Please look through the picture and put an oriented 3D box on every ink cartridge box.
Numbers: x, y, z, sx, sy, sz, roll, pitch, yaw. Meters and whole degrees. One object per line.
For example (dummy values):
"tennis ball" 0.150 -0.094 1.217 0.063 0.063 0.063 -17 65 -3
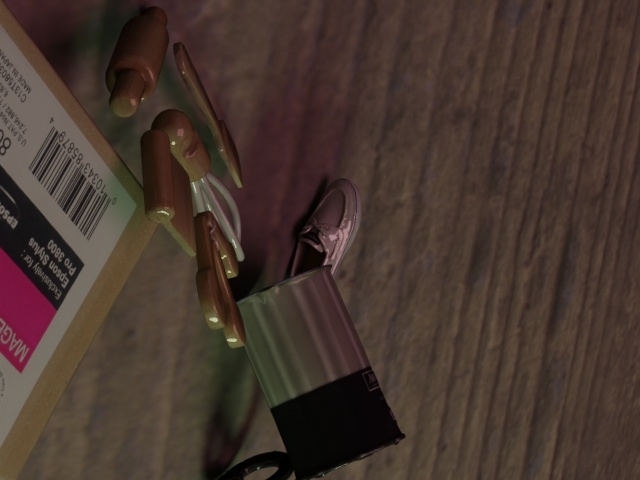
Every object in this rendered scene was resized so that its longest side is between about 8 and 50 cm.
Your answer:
"ink cartridge box" -0.202 -0.005 0.957 0.193 0.088 0.234 -64 148 -21

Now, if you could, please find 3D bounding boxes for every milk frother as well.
"milk frother" -0.033 0.107 1.280 0.129 0.143 0.134 118 -51 -81

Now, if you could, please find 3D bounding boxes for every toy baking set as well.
"toy baking set" -0.085 -0.045 1.109 0.256 0.030 0.196 -90 165 -62

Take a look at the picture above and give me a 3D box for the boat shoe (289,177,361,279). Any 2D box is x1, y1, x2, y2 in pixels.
"boat shoe" 0.000 0.000 1.339 0.035 0.035 0.100 22 90 -62
